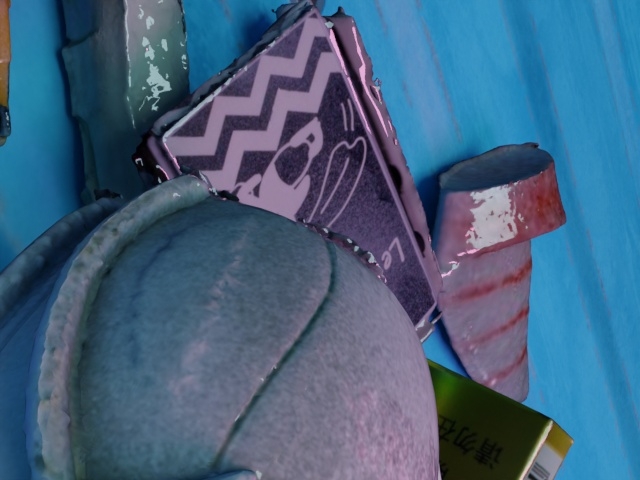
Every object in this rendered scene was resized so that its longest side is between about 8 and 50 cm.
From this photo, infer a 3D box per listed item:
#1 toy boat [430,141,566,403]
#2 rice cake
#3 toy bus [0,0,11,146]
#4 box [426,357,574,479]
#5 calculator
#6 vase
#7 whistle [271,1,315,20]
[{"bbox_3d":[0.175,0.059,0.940,0.206,0.096,0.282,-29,124,-43],"label":"toy boat"},{"bbox_3d":[-0.108,-0.018,0.564,0.063,0.066,0.336,-6,92,-55],"label":"rice cake"},{"bbox_3d":[-0.223,-0.072,0.392,0.182,0.091,0.103,-16,107,-50],"label":"toy bus"},{"bbox_3d":[-0.006,0.207,0.527,0.043,0.173,0.311,41,76,-45],"label":"box"},{"bbox_3d":[0.000,0.000,0.599,0.165,0.028,0.274,-43,130,-24],"label":"calculator"},{"bbox_3d":[-0.103,0.192,0.333,0.250,0.250,0.445,60,39,-32],"label":"vase"},{"bbox_3d":[0.010,-0.045,0.701,0.180,0.093,0.269,-46,127,-73],"label":"whistle"}]
